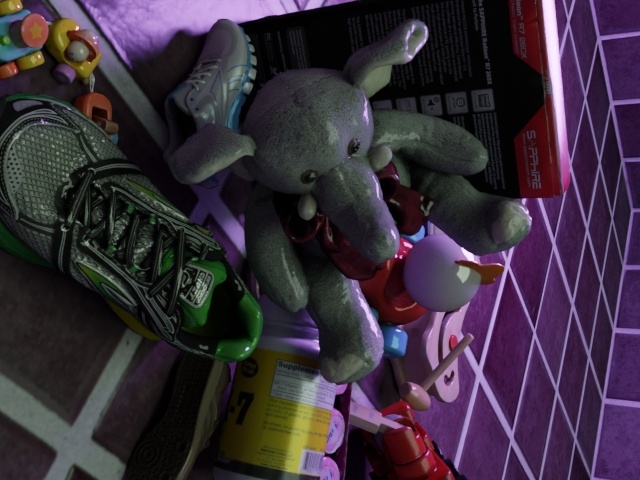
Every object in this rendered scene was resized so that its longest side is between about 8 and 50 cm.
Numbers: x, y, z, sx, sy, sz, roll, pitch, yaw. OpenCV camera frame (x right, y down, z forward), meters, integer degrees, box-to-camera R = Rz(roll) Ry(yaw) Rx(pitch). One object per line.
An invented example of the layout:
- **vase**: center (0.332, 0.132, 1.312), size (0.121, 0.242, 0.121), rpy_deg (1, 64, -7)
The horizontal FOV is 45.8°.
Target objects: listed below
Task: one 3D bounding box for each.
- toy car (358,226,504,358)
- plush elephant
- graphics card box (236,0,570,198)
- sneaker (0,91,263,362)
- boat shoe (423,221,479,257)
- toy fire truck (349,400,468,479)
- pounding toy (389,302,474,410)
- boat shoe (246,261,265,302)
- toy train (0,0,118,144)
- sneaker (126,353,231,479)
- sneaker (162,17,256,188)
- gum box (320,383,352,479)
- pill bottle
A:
- **toy car**: center (0.159, 0.055, 1.118), size (0.210, 0.237, 0.219), rpy_deg (38, 59, -52)
- **plush elephant**: center (0.020, -0.057, 0.708), size (0.330, 0.271, 0.255), rpy_deg (56, 6, 9)
- **graphics card box**: center (0.083, -0.160, 0.863), size (0.094, 0.370, 0.233), rpy_deg (-42, 125, -56)
- **sneaker**: center (-0.158, -0.003, 0.666), size (0.134, 0.146, 0.343), rpy_deg (-61, 140, -16)
- **boat shoe**: center (0.223, -0.018, 1.353), size (0.095, 0.079, 0.254), rpy_deg (-44, 148, 4)
- **toy fire truck**: center (0.092, 0.290, 1.097), size (0.217, 0.158, 0.246), rpy_deg (-152, -143, -81)
- **pounding toy**: center (0.215, 0.190, 1.289), size (0.154, 0.154, 0.270), rpy_deg (55, 46, -37)
- **boat shoe**: center (-0.003, -0.007, 0.988), size (0.257, 0.095, 0.095), rpy_deg (-57, 136, -41)
- **toy train**: center (-0.230, -0.140, 0.662), size (0.166, 0.046, 0.125), rpy_deg (18, 75, -58)
- **sneaker**: center (-0.137, 0.205, 0.801), size (0.071, 0.066, 0.188), rpy_deg (60, 44, -47)
- **sneaker**: center (-0.125, -0.157, 0.816), size (0.083, 0.071, 0.191), rpy_deg (22, 71, -51)
- **gum box**: center (-0.025, 0.226, 0.944), size (0.062, 0.107, 0.189), rpy_deg (20, 74, -57)
- **pill bottle**: center (-0.043, 0.173, 0.851), size (0.119, 0.119, 0.209), rpy_deg (34, 63, -54)
